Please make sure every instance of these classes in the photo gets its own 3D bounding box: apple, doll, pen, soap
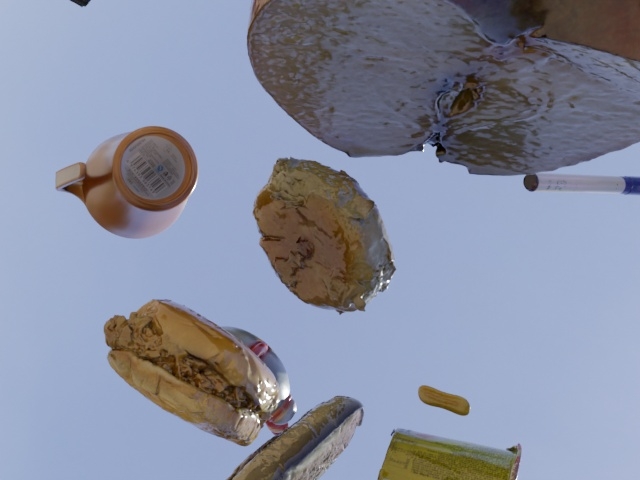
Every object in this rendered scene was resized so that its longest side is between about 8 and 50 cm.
[{"bbox_3d":[0.118,-0.158,0.886,0.295,0.329,0.365,-39,174,-13],"label":"apple"},{"bbox_3d":[-0.111,0.189,1.437,0.105,0.200,0.336,-45,176,-17],"label":"doll"},{"bbox_3d":[0.419,-0.088,1.696,0.033,0.269,0.033,2,-87,54],"label":"pen"},{"bbox_3d":[0.182,0.238,1.610,0.089,0.012,0.034,13,-61,35],"label":"soap"}]

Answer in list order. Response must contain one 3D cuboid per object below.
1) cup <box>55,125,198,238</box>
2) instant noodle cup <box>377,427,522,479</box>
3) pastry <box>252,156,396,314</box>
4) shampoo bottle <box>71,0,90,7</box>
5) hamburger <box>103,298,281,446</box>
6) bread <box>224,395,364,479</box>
[{"bbox_3d":[-0.306,-0.101,1.744,0.264,0.226,0.182,167,-78,-72],"label":"cup"},{"bbox_3d":[0.182,0.420,1.682,0.264,0.200,0.264,15,90,-80],"label":"instant noodle cup"},{"bbox_3d":[-0.004,0.000,1.695,0.257,0.121,0.236,30,-45,27],"label":"pastry"},{"bbox_3d":[-0.458,-0.437,1.526,0.071,0.309,0.098,-50,-142,17],"label":"shampoo bottle"},{"bbox_3d":[-0.105,0.108,0.898,0.138,0.147,0.083,24,-105,23],"label":"hamburger"},{"bbox_3d":[-0.035,0.208,1.002,0.053,0.214,0.073,30,-47,25],"label":"bread"}]
